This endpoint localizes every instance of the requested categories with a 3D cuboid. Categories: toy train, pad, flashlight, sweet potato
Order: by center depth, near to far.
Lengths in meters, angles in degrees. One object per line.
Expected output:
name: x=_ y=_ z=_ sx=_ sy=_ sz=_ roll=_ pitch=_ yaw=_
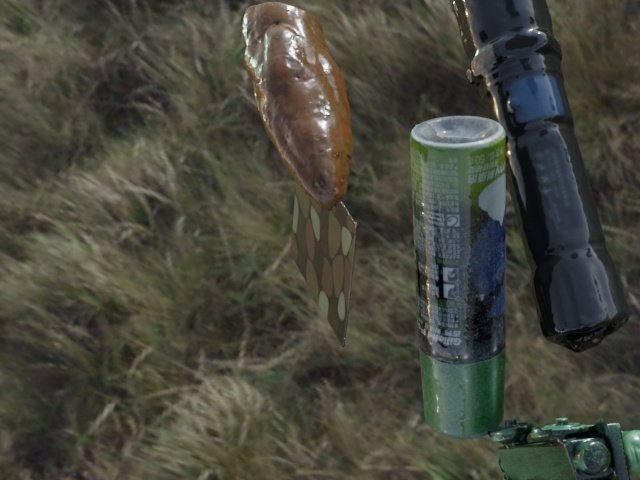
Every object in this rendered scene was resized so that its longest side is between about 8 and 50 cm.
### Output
toy train: x=0.252 y=0.213 z=1.065 sx=0.200 sy=0.132 sz=0.083 roll=146 pitch=117 yaw=-72
sweet potato: x=-0.018 y=-0.140 z=1.066 sx=0.097 sy=0.097 sz=0.252 roll=-29 pitch=56 yaw=19
flashlight: x=0.231 y=-0.095 z=1.128 sx=0.103 sy=0.103 sz=0.424 roll=-20 pitch=72 yaw=25
pad: x=0.000 y=0.000 z=1.253 sx=0.235 sy=0.003 sz=0.158 roll=-122 pitch=32 yaw=-58

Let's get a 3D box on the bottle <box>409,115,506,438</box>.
bottle: x=0.142 y=0.043 z=1.094 sx=0.093 sy=0.330 sz=0.093 roll=-4 pitch=25 yaw=2
